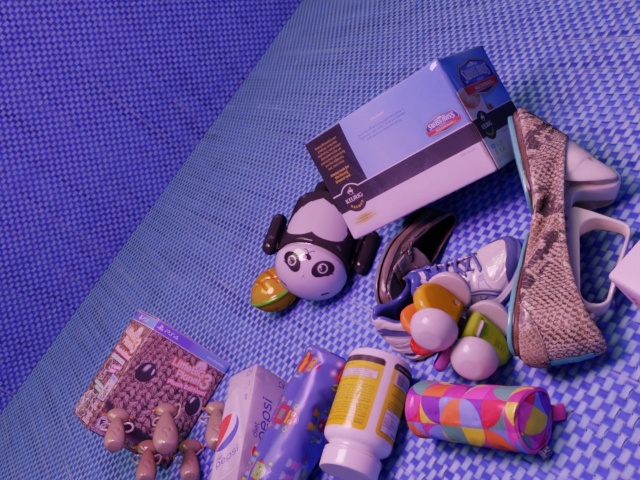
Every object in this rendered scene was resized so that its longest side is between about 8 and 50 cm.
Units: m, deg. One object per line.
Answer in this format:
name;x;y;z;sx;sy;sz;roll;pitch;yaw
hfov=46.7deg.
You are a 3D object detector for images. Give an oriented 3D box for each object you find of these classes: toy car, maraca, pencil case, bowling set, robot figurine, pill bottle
toy car;0.212;0.154;1.199;0.136;0.182;0.159;-57;-3;38
maraca;-0.095;0.105;1.775;0.127;0.099;0.185;-11;22;37
pencil case;-0.031;0.345;1.365;0.119;0.133;0.306;11;66;45
bowling set;-0.344;0.467;1.640;0.154;0.287;0.199;-114;32;-66
robot figurine;0.002;-0.001;1.666;0.209;0.173;0.278;-18;42;46
pencil case;0.237;0.261;1.109;0.236;0.104;0.104;-7;51;50
pill bottle;0.076;0.300;1.267;0.119;0.119;0.208;-16;44;47

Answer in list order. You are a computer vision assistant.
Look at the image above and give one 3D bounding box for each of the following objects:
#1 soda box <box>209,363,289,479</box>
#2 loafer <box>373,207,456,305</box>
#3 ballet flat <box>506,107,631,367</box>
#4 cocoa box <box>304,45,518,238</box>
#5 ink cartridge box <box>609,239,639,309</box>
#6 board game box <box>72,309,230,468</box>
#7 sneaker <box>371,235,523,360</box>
soda box;-0.144;0.399;1.498;0.091;0.098;0.286;-31;35;33
loafer;0.185;0.025;1.429;0.084;0.096;0.267;-5;37;36
ballet flat;0.393;-0.022;1.178;0.182;0.164;0.482;-7;53;24
cocoa box;0.192;-0.193;1.468;0.347;0.228;0.231;-27;2;38
ink cartridge box;0.486;0.102;0.810;0.117;0.201;0.278;-49;28;5
board game box;-0.403;0.355;1.785;0.141;0.232;0.291;9;65;57
sneaker;0.221;0.087;1.293;0.296;0.131;0.112;-43;28;12
